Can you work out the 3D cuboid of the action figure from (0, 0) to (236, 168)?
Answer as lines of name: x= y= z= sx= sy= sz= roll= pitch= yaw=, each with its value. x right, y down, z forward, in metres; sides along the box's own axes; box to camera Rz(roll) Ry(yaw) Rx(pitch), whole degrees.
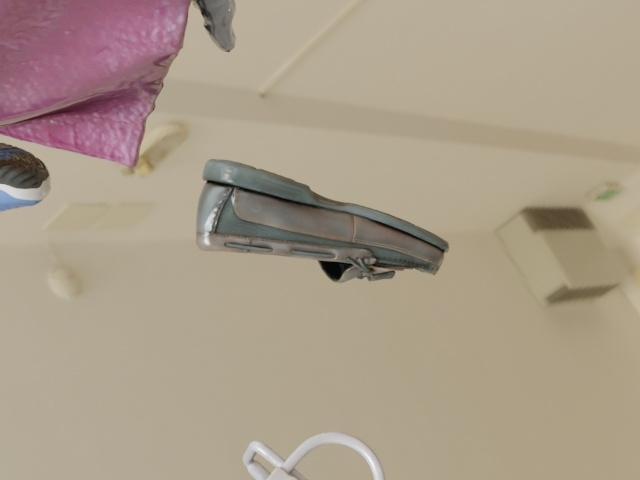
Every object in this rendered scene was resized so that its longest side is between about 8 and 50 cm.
action figure: x=-0.209 y=-0.087 z=0.330 sx=0.276 sy=0.370 sz=0.248 roll=-121 pitch=26 yaw=-73

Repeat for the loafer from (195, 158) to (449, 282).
loafer: x=0.000 y=0.000 z=1.042 sx=0.267 sy=0.096 sz=0.084 roll=19 pitch=-95 yaw=-31

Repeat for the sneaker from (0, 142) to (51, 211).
sneaker: x=-0.288 y=-0.021 z=0.771 sx=0.080 sy=0.211 sz=0.081 roll=-91 pitch=-7 yaw=-74

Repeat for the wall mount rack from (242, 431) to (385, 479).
wall mount rack: x=-0.027 y=0.393 z=1.207 sx=0.304 sy=0.130 sz=0.350 roll=39 pitch=-117 yaw=8
